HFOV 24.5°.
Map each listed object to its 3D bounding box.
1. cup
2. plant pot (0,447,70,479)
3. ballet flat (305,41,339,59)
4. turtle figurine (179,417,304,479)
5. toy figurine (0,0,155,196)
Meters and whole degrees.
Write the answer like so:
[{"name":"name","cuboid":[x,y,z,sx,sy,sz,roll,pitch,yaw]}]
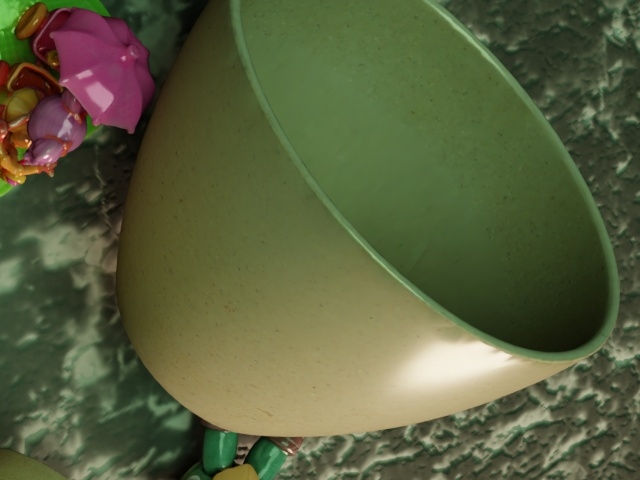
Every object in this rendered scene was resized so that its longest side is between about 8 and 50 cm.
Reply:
[{"name":"cup","cuboid":[0.000,0.000,0.980,0.331,0.331,0.237,29,126,-29]},{"name":"plant pot","cuboid":[-0.247,0.278,0.947,0.256,0.256,0.274,50,58,-25]},{"name":"ballet flat","cuboid":[0.039,-0.174,1.110,0.188,0.070,0.070,-40,115,-13]},{"name":"turtle figurine","cuboid":[-0.062,0.197,1.086,0.175,0.118,0.234,30,66,-46]},{"name":"toy figurine","cuboid":[-0.175,-0.093,0.951,0.130,0.159,0.173,37,81,-28]}]
